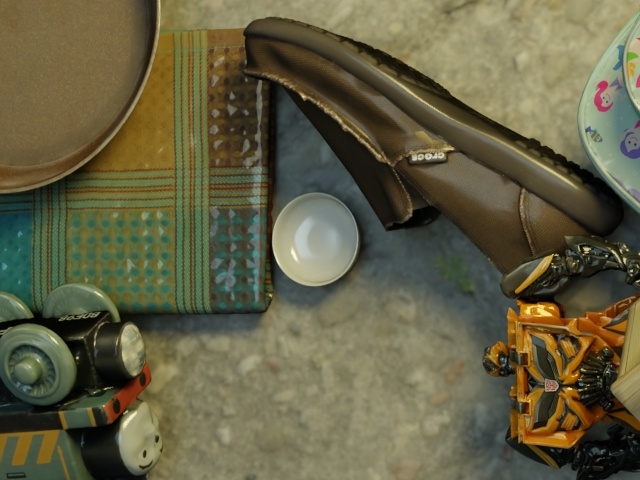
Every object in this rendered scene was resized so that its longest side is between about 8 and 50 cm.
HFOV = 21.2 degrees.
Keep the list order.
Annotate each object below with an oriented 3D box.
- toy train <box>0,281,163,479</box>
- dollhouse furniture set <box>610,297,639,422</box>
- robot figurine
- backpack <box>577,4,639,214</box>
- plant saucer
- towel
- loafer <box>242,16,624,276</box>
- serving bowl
[{"bbox_3d":[-0.301,0.152,1.570,0.334,0.142,0.190,-7,110,21],"label":"toy train"},{"bbox_3d":[0.330,0.129,1.202,0.242,0.161,0.212,46,112,-3],"label":"dollhouse furniture set"},{"bbox_3d":[0.269,0.101,1.342,0.291,0.085,0.211,0,107,15],"label":"robot figurine"},{"bbox_3d":[0.328,-0.115,1.314,0.225,0.191,0.253,44,108,18],"label":"backpack"},{"bbox_3d":[-0.280,-0.195,1.601,0.311,0.050,0.310,-2,84,21],"label":"plant saucer"},{"bbox_3d":[-0.214,-0.063,1.611,0.370,0.040,0.271,0,86,21],"label":"towel"},{"bbox_3d":[0.070,-0.071,1.438,0.366,0.134,0.130,33,101,20],"label":"loafer"},{"bbox_3d":[0.000,0.000,1.520,0.083,0.027,0.083,-2,85,23],"label":"serving bowl"}]
